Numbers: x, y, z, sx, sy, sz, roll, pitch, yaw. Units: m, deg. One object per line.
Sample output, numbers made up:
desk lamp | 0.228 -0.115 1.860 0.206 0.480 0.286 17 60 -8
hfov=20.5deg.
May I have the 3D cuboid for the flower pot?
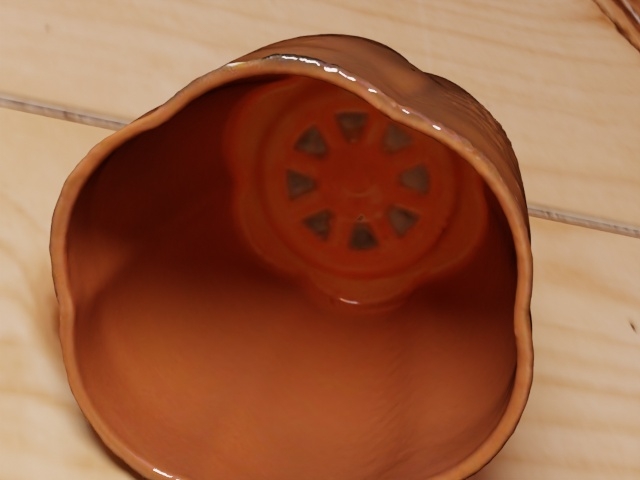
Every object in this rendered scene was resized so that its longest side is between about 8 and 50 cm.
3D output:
flower pot | 0.000 0.000 0.726 0.190 0.191 0.173 28 20 -1
